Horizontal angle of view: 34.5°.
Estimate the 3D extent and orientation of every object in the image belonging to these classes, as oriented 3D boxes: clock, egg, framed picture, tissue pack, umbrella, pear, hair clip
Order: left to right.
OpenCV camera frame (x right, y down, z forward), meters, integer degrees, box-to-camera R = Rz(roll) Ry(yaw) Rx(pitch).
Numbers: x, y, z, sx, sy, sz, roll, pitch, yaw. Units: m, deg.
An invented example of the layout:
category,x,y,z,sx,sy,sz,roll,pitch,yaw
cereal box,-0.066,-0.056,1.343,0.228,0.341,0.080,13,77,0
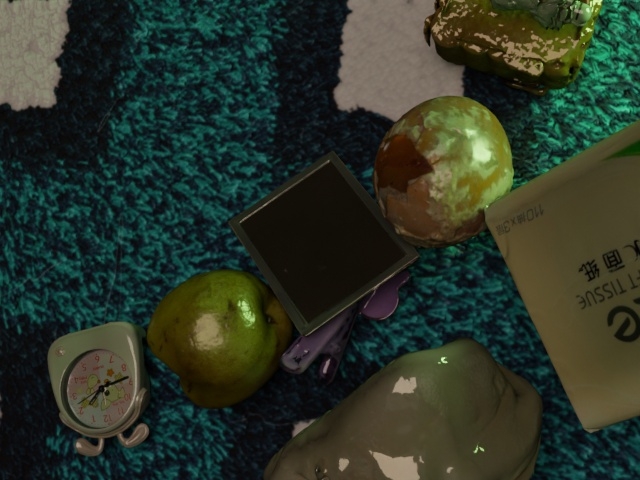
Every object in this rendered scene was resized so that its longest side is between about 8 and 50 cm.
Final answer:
category,x,y,z,sx,sy,sz,roll,pitch,yaw
clock,-0.328,0.226,1.564,0.151,0.062,0.191,-15,77,11
pear,-0.142,0.134,1.469,0.200,0.200,0.200,-3,80,15
framed picture,0.000,0.000,1.485,0.197,0.014,0.252,-34,53,-2
hair clip,0.035,0.086,1.481,0.137,0.090,0.278,27,71,31
egg,0.170,-0.098,1.420,0.195,0.195,0.233,12,65,17
umbrella,0.289,-0.318,1.364,0.143,0.062,0.067,22,125,13
tissue pack,0.439,0.008,1.220,0.405,0.205,0.331,-33,78,46

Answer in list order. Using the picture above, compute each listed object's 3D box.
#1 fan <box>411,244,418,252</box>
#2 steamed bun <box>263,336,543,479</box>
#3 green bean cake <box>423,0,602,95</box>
category,x,y,z,sx,sy,sz,roll,pitch,yaw
fan,0.131,0.010,1.508,0.083,0.004,0.056,-17,76,12
steamed bun,0.117,0.305,1.292,0.368,0.342,0.255,-38,72,22
green bean cake,0.283,-0.339,1.464,0.230,0.131,0.224,19,88,14
